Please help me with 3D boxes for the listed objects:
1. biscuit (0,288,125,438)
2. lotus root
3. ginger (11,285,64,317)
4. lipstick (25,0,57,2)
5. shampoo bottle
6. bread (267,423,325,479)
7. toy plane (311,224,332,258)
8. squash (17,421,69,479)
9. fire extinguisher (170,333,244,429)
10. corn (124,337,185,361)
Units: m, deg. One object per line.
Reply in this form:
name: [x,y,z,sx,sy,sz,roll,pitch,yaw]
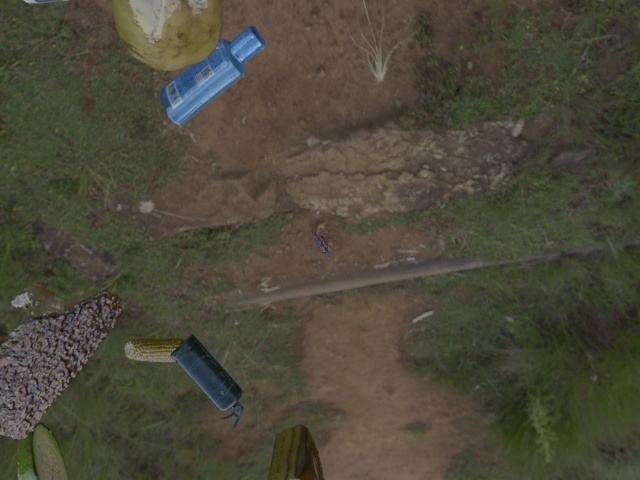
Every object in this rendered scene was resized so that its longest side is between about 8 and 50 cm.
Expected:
biscuit: [-0.378,0.159,0.728,0.237,0.026,0.131,-55,150,-16]
lotus root: [-0.221,-0.343,0.770,0.160,0.146,0.284,-3,167,-18]
ginger: [-0.586,0.134,1.106,0.051,0.173,0.069,22,88,-51]
lipstick: [-0.562,-0.510,1.084,0.141,0.040,0.040,14,136,31]
shampoo bottle: [-0.228,-0.356,1.124,0.258,0.104,0.061,-32,153,19]
bread: [-0.050,0.587,1.293,0.110,0.234,0.184,-18,102,3]
toy plane: [0.000,0.000,1.853,0.037,0.060,0.145,-22,122,4]
squash: [-0.591,0.503,1.130,0.041,0.219,0.219,-18,130,-16]
fire extinguisher: [-0.340,0.445,1.657,0.114,0.095,0.311,-43,95,-14]
corn: [-0.596,0.404,1.947,0.091,0.091,0.260,-12,164,37]
